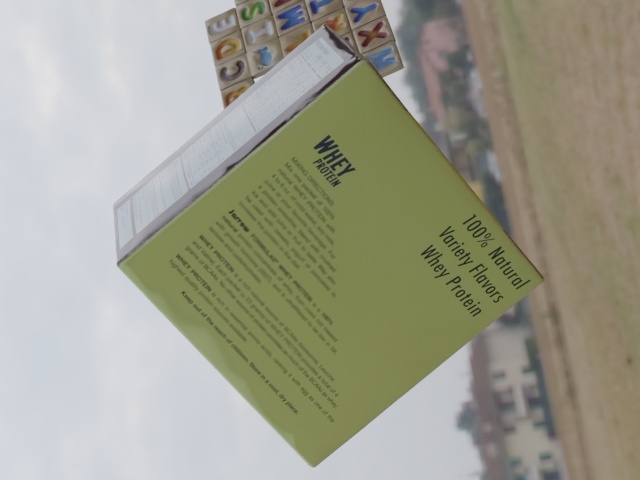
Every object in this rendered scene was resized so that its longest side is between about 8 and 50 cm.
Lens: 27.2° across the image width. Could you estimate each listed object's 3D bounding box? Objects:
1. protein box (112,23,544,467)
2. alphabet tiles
[{"bbox_3d":[0.000,0.000,0.901,0.200,0.201,0.136,48,-175,-21],"label":"protein box"},{"bbox_3d":[-0.027,-0.227,1.437,0.009,0.198,0.237,54,-163,-49],"label":"alphabet tiles"}]
